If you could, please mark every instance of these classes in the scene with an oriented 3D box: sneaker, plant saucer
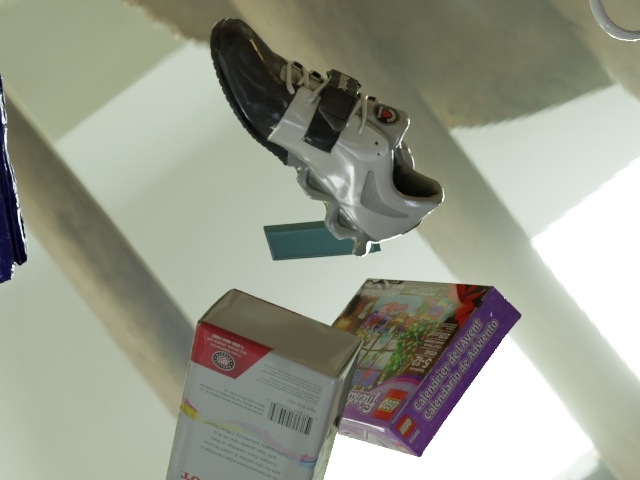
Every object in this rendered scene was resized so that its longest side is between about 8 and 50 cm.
[{"bbox_3d":[0.016,-0.136,1.492,0.146,0.330,0.122,-26,-147,28],"label":"sneaker"},{"bbox_3d":[0.000,0.000,2.209,0.192,0.067,0.018,-4,-152,21],"label":"plant saucer"}]

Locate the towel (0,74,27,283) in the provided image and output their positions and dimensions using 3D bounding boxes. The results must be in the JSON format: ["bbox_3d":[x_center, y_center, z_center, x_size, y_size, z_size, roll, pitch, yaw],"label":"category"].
[{"bbox_3d":[-0.460,-0.120,1.799,0.076,0.308,0.227,-15,-143,-24],"label":"towel"}]

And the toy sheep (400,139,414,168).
[{"bbox_3d":[0.066,-0.101,1.671,0.091,0.091,0.132,-40,-135,-8],"label":"toy sheep"}]

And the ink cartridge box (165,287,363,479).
[{"bbox_3d":[-0.050,0.148,1.156,0.127,0.175,0.072,21,-151,12],"label":"ink cartridge box"}]

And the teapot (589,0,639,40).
[{"bbox_3d":[0.491,-0.459,2.041,0.256,0.187,0.252,-50,-167,25],"label":"teapot"}]

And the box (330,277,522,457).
[{"bbox_3d":[0.083,0.139,1.578,0.201,0.057,0.293,-53,-160,-17],"label":"box"}]
